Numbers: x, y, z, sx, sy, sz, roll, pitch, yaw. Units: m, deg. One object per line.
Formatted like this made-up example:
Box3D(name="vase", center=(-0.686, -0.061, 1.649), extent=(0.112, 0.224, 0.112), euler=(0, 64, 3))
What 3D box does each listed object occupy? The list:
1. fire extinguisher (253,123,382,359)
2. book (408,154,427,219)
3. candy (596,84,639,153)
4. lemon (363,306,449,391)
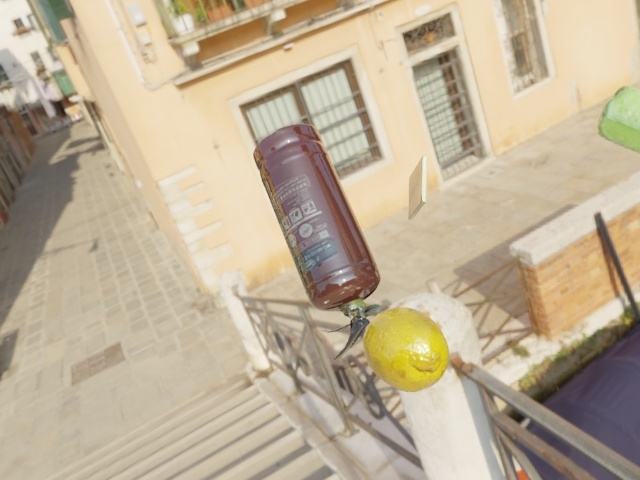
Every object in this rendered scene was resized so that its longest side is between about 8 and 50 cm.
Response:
Box3D(name="fire extinguisher", center=(0.000, 0.000, 0.924), extent=(0.114, 0.337, 0.135), euler=(-4, -25, -46))
Box3D(name="book", center=(0.282, -0.150, 1.781), extent=(0.016, 0.138, 0.199), euler=(4, -13, -2))
Box3D(name="candy", center=(0.804, -0.233, 1.383), extent=(0.343, 0.132, 0.142), euler=(30, 25, 21))
Box3D(name="lemon", center=(0.176, 0.225, 1.272), extent=(0.170, 0.170, 0.207), euler=(-27, 25, -17))
